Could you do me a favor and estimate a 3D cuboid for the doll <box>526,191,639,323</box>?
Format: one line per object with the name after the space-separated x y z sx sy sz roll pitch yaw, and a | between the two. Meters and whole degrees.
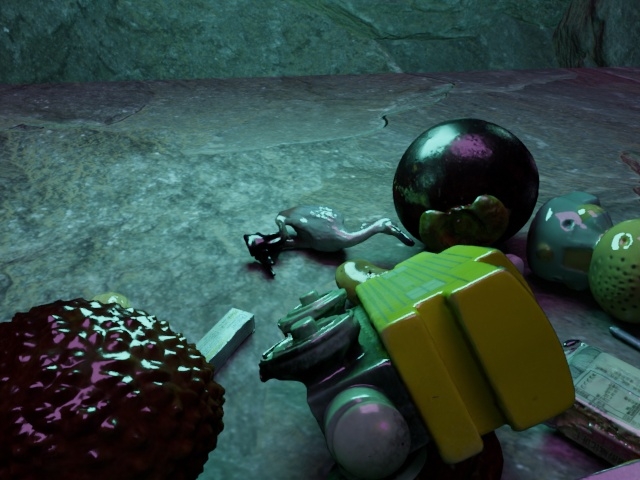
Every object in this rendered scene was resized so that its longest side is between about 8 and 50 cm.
0.491 0.030 0.950 0.161 0.177 0.260 -14 30 -32 | doll

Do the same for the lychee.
-0.244 0.194 0.571 0.304 0.276 0.275 8 18 -43 | lychee

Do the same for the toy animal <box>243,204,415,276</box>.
0.013 -0.015 1.113 0.323 0.091 0.195 -8 36 4 | toy animal

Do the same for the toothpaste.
-0.159 0.164 0.854 0.046 0.034 0.164 13 32 22 | toothpaste

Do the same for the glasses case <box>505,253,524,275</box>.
0.280 0.078 0.965 0.193 0.074 0.049 -18 31 -30 | glasses case

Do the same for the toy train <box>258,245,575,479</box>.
0.094 0.116 0.628 0.272 0.179 0.442 -27 1 0 | toy train

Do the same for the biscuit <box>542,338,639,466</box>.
0.415 0.232 0.692 0.186 0.079 0.309 -24 37 -39 | biscuit

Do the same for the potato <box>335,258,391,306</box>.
0.089 0.081 0.963 0.137 0.070 0.091 23 42 37 | potato

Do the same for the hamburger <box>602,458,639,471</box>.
0.302 0.256 0.498 0.135 0.208 0.155 21 31 -14 | hamburger

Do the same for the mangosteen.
0.277 -0.091 1.077 0.287 0.288 0.288 0 30 0 | mangosteen

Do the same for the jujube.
0.134 0.257 0.616 0.112 0.109 0.176 18 35 27 | jujube

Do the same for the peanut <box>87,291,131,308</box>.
-0.350 0.147 0.843 0.082 0.082 0.187 3 31 5 | peanut

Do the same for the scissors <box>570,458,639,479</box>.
0.100 0.275 0.480 0.446 0.029 0.193 -24 43 4 | scissors

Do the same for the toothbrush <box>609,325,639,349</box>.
0.532 0.188 0.828 0.016 0.019 0.219 -22 36 -25 | toothbrush
